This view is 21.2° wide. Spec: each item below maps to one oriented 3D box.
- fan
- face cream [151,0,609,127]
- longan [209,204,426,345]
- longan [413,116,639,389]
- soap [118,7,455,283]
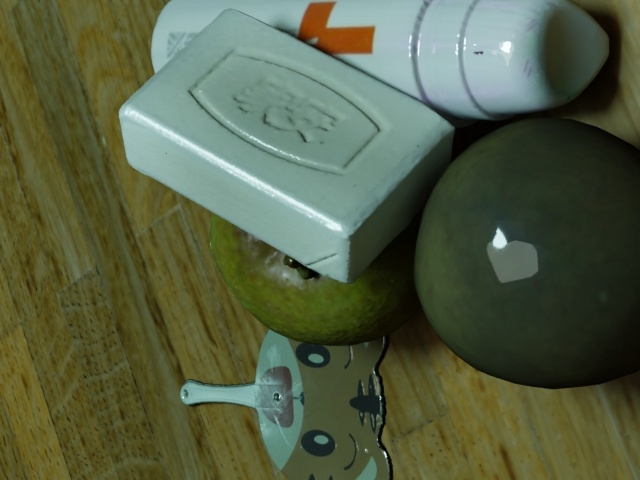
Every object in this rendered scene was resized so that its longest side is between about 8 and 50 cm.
[{"bbox_3d":[-0.031,0.119,1.308,0.226,0.008,0.153,-1,94,43],"label":"fan"},{"bbox_3d":[0.030,-0.128,1.161,0.345,0.102,0.102,6,98,45],"label":"face cream"},{"bbox_3d":[0.000,0.000,1.155,0.154,0.176,0.145,-3,90,15],"label":"longan"},{"bbox_3d":[0.139,0.009,1.025,0.189,0.189,0.189,5,98,44],"label":"longan"},{"bbox_3d":[-0.021,-0.062,1.085,0.183,0.121,0.064,29,145,22],"label":"soap"}]
